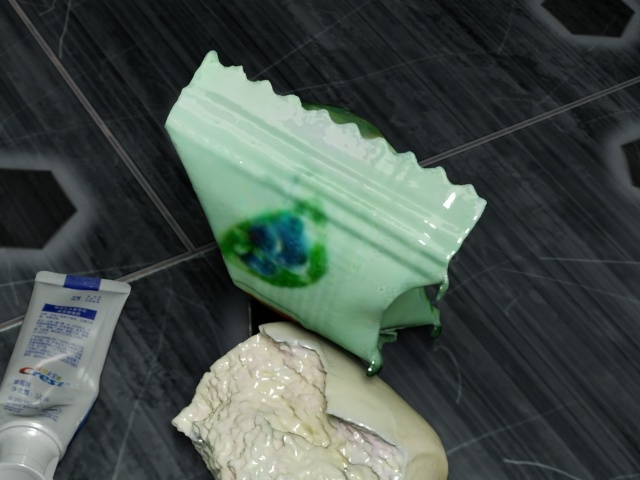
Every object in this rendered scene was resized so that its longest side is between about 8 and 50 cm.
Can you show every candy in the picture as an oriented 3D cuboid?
[{"bbox_3d":[0.003,-0.006,1.168,0.263,0.398,0.172,34,84,9],"label":"candy"}]

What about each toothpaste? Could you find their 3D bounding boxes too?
[{"bbox_3d":[-0.248,0.125,1.211,0.096,0.061,0.266,9,41,-1],"label":"toothpaste"}]

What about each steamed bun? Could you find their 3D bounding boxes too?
[{"bbox_3d":[-0.015,0.176,1.124,0.200,0.170,0.225,-33,59,-28],"label":"steamed bun"}]
